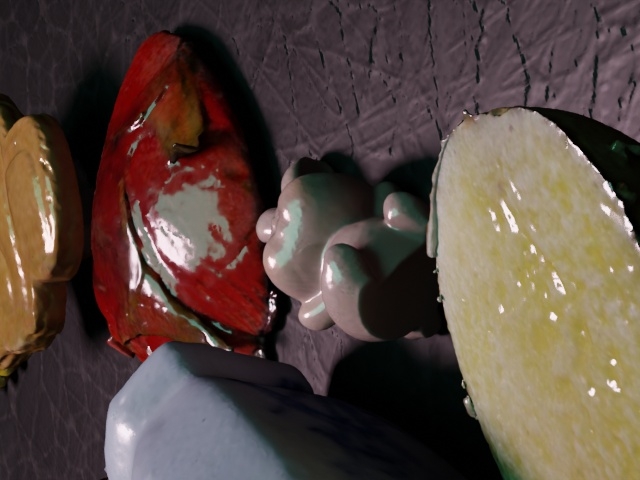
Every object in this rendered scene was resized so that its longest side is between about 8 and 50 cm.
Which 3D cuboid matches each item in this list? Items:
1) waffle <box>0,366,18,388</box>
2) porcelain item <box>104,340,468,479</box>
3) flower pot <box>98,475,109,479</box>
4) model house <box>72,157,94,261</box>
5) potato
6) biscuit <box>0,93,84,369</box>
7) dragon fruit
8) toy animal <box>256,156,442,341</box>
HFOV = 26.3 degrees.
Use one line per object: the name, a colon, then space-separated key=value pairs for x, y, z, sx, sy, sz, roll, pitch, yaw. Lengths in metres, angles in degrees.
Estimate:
waffle: x=-0.430 y=0.077 z=1.728 sx=0.219 sy=0.057 sz=0.229 roll=48 pitch=131 yaw=42
porcelain item: x=0.000 y=0.223 z=0.932 sx=0.405 sy=0.242 sz=0.179 roll=37 pitch=105 yaw=52
flower pot: x=-0.205 y=0.291 z=1.383 sx=0.089 sy=0.111 sz=0.111 roll=61 pitch=141 yaw=14
model house: x=-0.298 y=-0.024 z=1.484 sx=0.100 sy=0.087 sz=0.101 roll=-56 pitch=50 yaw=42
potato: x=0.168 y=0.057 z=0.766 sx=0.239 sy=0.116 sz=0.299 roll=-12 pitch=95 yaw=63
biscuit: x=-0.336 y=-0.011 z=1.425 sx=0.376 sy=0.051 sz=0.269 roll=-33 pitch=67 yaw=55
dragon fruit: x=-0.136 y=-0.003 z=1.240 sx=0.282 sy=0.100 sz=0.344 roll=30 pitch=120 yaw=47
toy animal: x=-0.001 y=-0.001 z=1.010 sx=0.212 sy=0.124 sz=0.124 roll=29 pitch=118 yaw=48
